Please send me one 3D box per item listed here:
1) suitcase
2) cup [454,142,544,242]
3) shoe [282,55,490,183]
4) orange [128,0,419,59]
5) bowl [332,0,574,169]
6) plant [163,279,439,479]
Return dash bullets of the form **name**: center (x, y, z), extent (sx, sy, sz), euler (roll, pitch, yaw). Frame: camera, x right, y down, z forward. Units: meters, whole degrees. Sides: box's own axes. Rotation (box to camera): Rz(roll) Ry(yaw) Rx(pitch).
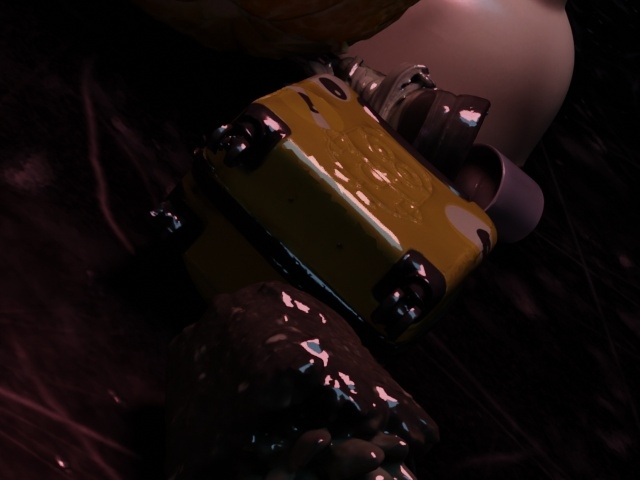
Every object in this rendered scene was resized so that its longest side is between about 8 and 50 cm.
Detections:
- **suitcase**: center (0.000, 0.000, 1.227), extent (0.194, 0.143, 0.235), euler (44, 22, 5)
- **cup**: center (0.152, -0.044, 1.684), extent (0.100, 0.078, 0.077), euler (21, -5, 45)
- **shoe**: center (0.036, -0.090, 1.433), extent (0.149, 0.109, 0.293), euler (33, -7, -4)
- **orange**: center (-0.045, -0.288, 1.475), extent (0.329, 0.249, 0.329), euler (14, -13, 3)
- **bowl**: center (0.143, -0.257, 1.898), extent (0.354, 0.185, 0.354), euler (36, 23, -18)
- **plant**: center (-0.014, 0.116, 1.002), extent (0.129, 0.132, 0.194), euler (25, 23, -33)
